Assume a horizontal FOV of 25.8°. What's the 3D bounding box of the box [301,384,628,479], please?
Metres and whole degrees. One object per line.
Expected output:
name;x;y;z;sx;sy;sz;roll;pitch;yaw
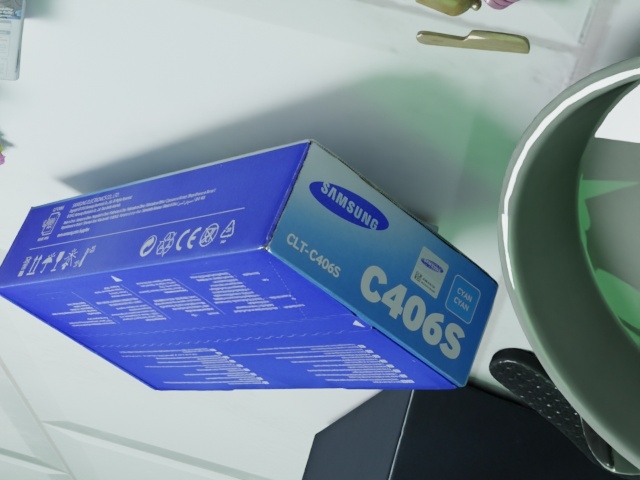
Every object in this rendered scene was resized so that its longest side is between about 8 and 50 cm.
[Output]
box;0.146;0.271;1.277;0.294;0.183;0.296;21;156;-11

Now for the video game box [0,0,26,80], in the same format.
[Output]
video game box;-0.251;-0.147;0.710;0.205;0.048;0.187;5;163;-14

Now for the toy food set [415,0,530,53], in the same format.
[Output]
toy food set;0.063;-0.133;0.624;0.078;0.019;0.122;9;148;19

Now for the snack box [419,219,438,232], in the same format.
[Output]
snack box;0.000;0.000;0.946;0.141;0.037;0.100;19;158;-1

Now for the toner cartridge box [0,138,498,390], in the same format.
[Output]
toner cartridge box;-0.065;0.030;0.920;0.165;0.075;0.348;35;155;-30

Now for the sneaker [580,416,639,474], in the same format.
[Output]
sneaker;0.319;0.076;0.824;0.146;0.122;0.330;9;163;-32

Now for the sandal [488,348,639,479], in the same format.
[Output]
sandal;0.213;0.133;1.112;0.179;0.040;0.067;39;147;-12

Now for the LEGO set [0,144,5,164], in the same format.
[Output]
LEGO set;-0.330;-0.062;1.013;0.287;0.107;0.132;3;119;41

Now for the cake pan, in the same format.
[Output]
cake pan;0.224;0.027;0.679;0.293;0.054;0.293;26;139;26
